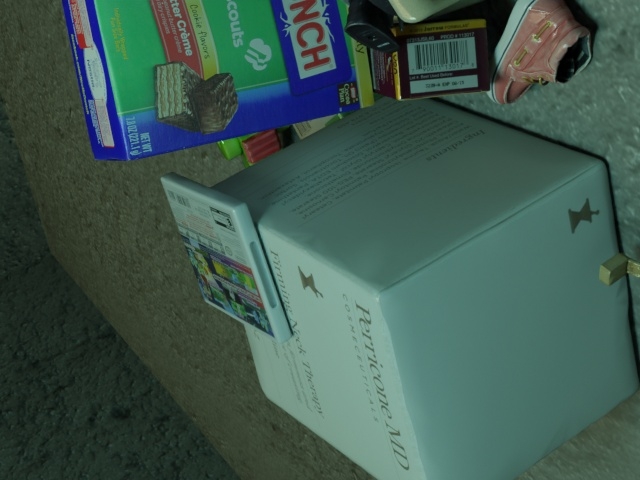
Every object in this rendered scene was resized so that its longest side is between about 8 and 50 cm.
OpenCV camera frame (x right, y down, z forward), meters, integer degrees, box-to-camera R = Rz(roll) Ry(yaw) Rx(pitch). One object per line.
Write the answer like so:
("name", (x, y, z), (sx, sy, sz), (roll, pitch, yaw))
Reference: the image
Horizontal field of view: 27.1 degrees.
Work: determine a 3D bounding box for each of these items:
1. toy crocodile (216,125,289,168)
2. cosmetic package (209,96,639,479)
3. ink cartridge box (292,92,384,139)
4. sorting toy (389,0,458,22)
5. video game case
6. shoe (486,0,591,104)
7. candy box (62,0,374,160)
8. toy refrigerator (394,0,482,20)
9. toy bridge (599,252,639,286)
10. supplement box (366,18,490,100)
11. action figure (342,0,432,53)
("toy crocodile", (-0.108, -0.202, 2.023), (0.105, 0.115, 0.340), (57, 167, 33))
("cosmetic package", (0.119, 0.058, 1.604), (0.394, 0.327, 0.329), (28, 141, 52))
("ink cartridge box", (0.004, -0.222, 1.822), (0.212, 0.093, 0.154), (59, 158, 1))
("sorting toy", (0.121, -0.332, 1.272), (0.193, 0.208, 0.038), (58, 163, 5))
("video game case", (-0.115, 0.018, 1.602), (0.201, 0.023, 0.183), (23, 136, 56))
("shoe", (0.230, -0.186, 1.410), (0.081, 0.063, 0.178), (54, 154, 23))
("candy box", (-0.114, -0.248, 1.486), (0.122, 0.317, 0.268), (11, 113, 60))
("toy refrigerator", (0.079, -0.317, 1.546), (0.269, 0.094, 0.102), (14, 123, 60))
("toy bridge", (0.379, 0.064, 1.396), (0.188, 0.063, 0.026), (41, 151, 38))
("supplement box", (0.115, -0.206, 1.491), (0.188, 0.104, 0.081), (-132, 36, -77))
("action figure", (0.065, -0.347, 1.366), (0.185, 0.099, 0.285), (-23, 60, 50))
